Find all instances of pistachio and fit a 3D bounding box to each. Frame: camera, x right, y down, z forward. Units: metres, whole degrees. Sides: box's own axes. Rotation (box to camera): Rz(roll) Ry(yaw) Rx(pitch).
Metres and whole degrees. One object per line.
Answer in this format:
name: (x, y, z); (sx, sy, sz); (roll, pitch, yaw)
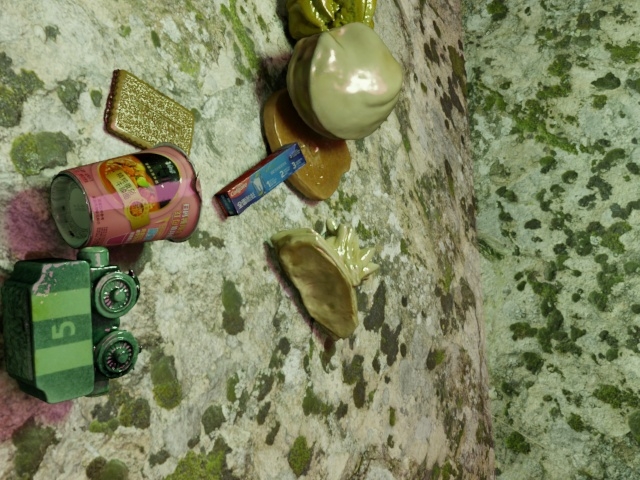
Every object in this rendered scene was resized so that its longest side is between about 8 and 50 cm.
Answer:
pistachio: (0.082, -0.501, 1.985); (0.445, 0.281, 0.365); (2, 96, -47)

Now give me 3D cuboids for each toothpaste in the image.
toothpaste: (-0.165, -0.180, 1.802); (0.320, 0.066, 0.076); (-42, 116, -39)

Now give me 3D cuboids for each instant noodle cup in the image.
instant noodle cup: (-0.418, -0.082, 1.338); (0.255, 0.244, 0.244); (-18, 97, -47)

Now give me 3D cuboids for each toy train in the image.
toy train: (-0.481, 0.162, 1.211); (0.238, 0.167, 0.299); (-4, 94, -48)

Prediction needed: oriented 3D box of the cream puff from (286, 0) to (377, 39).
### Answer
cream puff: (0.033, -0.768, 2.087); (0.274, 0.270, 0.323); (-13, 120, -32)

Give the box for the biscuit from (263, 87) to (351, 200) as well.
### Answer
biscuit: (-0.045, -0.329, 2.068); (0.385, 0.062, 0.365); (60, 40, -24)

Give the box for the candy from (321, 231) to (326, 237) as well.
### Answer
candy: (0.000, 0.000, 2.072); (0.061, 0.061, 0.202); (68, 27, -17)

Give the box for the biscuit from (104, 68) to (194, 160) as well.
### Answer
biscuit: (-0.414, -0.299, 1.554); (0.254, 0.029, 0.172); (27, 61, -49)

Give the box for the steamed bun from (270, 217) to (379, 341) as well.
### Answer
steamed bun: (0.042, 0.088, 1.948); (0.428, 0.247, 0.189); (57, 26, -27)
